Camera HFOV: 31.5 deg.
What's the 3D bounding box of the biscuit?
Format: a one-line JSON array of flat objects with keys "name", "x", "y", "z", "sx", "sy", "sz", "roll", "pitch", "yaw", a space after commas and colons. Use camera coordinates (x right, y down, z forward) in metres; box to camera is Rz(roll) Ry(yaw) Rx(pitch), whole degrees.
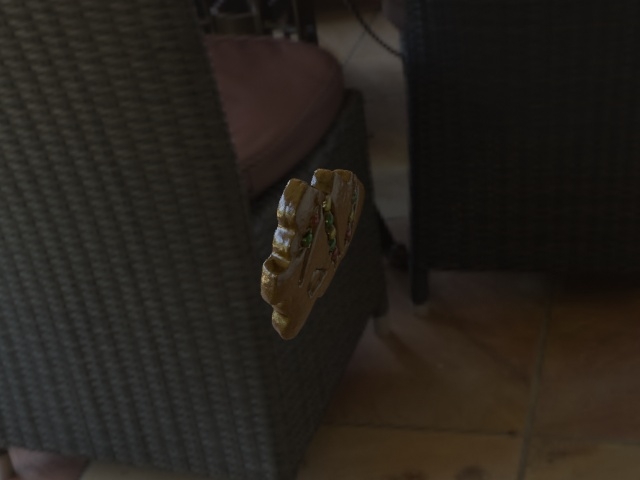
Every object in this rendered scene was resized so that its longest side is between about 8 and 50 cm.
[{"name": "biscuit", "x": 0.000, "y": 0.000, "z": 0.516, "sx": 0.016, "sy": 0.082, "sz": 0.092, "roll": 20, "pitch": 34, "yaw": 22}]
